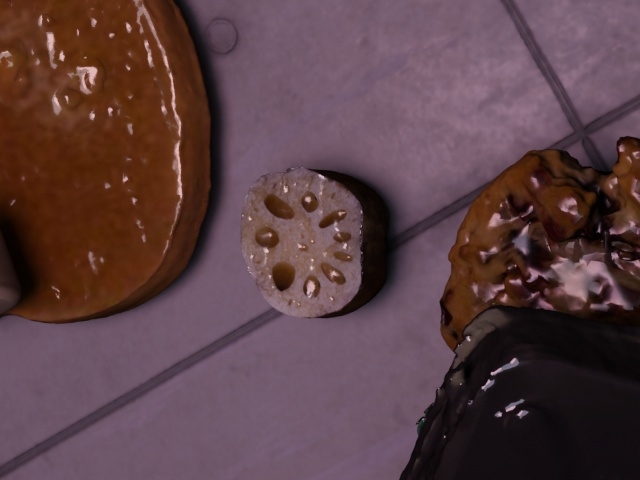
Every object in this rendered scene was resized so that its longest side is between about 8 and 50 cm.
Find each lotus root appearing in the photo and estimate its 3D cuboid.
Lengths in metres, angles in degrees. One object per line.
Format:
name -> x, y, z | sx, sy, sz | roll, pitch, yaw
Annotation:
lotus root -> -0.003, 0.000, 1.579 | 0.112, 0.081, 0.122 | 2, 97, 22

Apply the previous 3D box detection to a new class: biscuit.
biscuit -> -0.264, -0.111, 1.675 | 0.365, 0.062, 0.385 | -16, 91, 24
biscuit -> 0.249, 0.069, 1.438 | 0.334, 0.081, 0.289 | 27, 123, 2

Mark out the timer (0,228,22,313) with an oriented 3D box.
timer -> -0.349, -0.064, 1.615 | 0.175, 0.175, 0.266 | -14, 79, 22

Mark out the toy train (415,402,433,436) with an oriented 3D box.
toy train -> 0.122, 0.141, 1.570 | 0.064, 0.044, 0.103 | 43, 109, 0

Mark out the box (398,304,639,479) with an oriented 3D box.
box -> 0.217, 0.228, 1.419 | 0.350, 0.091, 0.359 | 15, 121, -9
